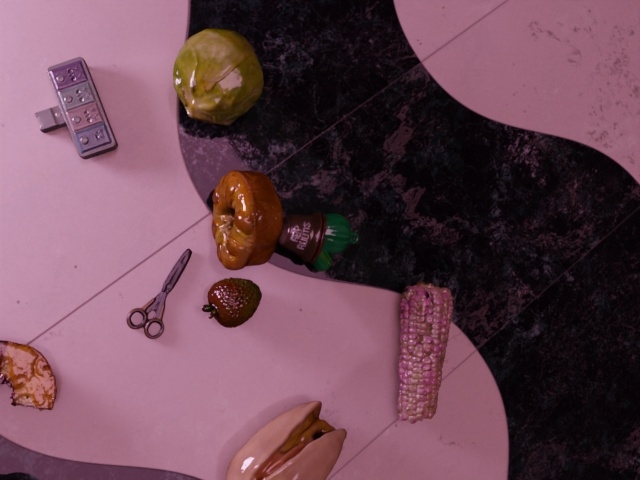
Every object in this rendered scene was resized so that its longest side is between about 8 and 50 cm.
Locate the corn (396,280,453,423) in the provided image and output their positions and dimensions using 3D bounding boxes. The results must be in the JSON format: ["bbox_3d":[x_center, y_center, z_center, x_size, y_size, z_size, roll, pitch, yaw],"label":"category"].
[{"bbox_3d":[0.242,0.266,1.813,0.127,0.126,0.335,7,83,-14],"label":"corn"}]

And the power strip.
[{"bbox_3d":[-0.555,-0.283,1.688,0.145,0.061,0.215,-20,90,-9],"label":"power strip"}]

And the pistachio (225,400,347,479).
[{"bbox_3d":[-0.077,0.499,1.689,0.299,0.187,0.187,-37,95,-21],"label":"pistachio"}]

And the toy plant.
[{"bbox_3d":[0.000,0.000,1.785,0.200,0.105,0.143,13,90,-25],"label":"toy plant"}]

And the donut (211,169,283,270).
[{"bbox_3d":[-0.168,-0.047,1.681,0.114,0.226,0.226,-4,86,-26],"label":"donut"}]

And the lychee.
[{"bbox_3d":[-0.200,0.138,1.712,0.146,0.114,0.114,-26,92,-36],"label":"lychee"}]

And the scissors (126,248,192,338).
[{"bbox_3d":[-0.351,0.114,1.721,0.088,0.017,0.220,32,77,-10],"label":"scissors"}]

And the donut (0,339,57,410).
[{"bbox_3d":[-0.654,0.281,1.589,0.217,0.085,0.141,17,80,-14],"label":"donut"}]

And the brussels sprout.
[{"bbox_3d":[-0.232,-0.373,1.722,0.223,0.161,0.223,0,89,-21],"label":"brussels sprout"}]
